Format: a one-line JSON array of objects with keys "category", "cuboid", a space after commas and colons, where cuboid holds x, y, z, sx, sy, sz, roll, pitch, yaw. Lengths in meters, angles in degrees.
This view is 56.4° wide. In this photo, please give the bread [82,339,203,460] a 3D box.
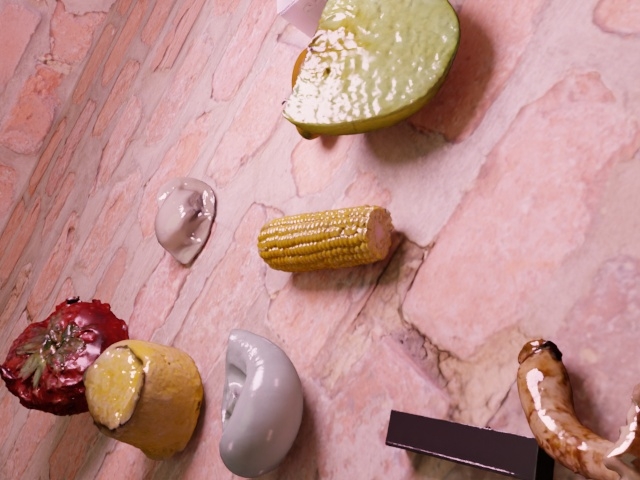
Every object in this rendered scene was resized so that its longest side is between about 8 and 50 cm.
[{"category": "bread", "cuboid": [-0.305, 0.276, 1.045, 0.197, 0.170, 0.197, -15, 60, 28]}]

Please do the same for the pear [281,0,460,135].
[{"category": "pear", "cuboid": [0.105, -0.270, 0.900, 0.239, 0.139, 0.288, 12, 78, 36]}]

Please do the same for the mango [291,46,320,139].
[{"category": "mango", "cuboid": [-0.009, -0.257, 1.035, 0.089, 0.111, 0.163, 11, 100, 10]}]

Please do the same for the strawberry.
[{"category": "strawberry", "cuboid": [-0.526, 0.261, 1.280, 0.274, 0.220, 0.274, -7, 47, 7]}]

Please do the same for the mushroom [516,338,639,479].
[{"category": "mushroom", "cuboid": [0.277, 0.199, 0.476, 0.207, 0.302, 0.233, 17, 79, 7]}]

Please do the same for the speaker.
[{"category": "speaker", "cuboid": [0.160, 0.225, 0.661, 0.191, 0.040, 0.046, -4, 66, 47]}]

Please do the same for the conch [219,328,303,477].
[{"category": "conch", "cuboid": [-0.098, 0.236, 0.877, 0.185, 0.121, 0.221, -43, 38, 31]}]

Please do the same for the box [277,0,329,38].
[{"category": "box", "cuboid": [0.012, -0.422, 1.068, 0.130, 0.129, 0.051, -26, 54, 38]}]

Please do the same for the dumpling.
[{"category": "dumpling", "cuboid": [-0.286, -0.051, 1.257, 0.150, 0.092, 0.176, -27, 47, 20]}]

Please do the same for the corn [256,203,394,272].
[{"category": "corn", "cuboid": [0.000, 0.000, 0.905, 0.244, 0.093, 0.093, -7, 67, 46]}]
